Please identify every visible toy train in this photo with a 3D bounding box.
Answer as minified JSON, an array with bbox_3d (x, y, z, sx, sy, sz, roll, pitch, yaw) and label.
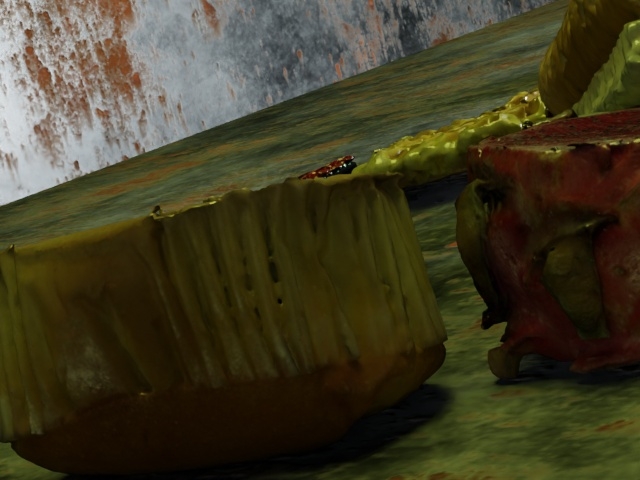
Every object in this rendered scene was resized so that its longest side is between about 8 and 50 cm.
[{"bbox_3d":[-0.005,-0.054,1.947,0.087,0.050,0.138,-16,8,26],"label":"toy train"}]

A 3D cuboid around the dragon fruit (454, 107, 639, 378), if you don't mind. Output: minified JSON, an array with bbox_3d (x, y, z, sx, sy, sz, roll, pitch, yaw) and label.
[{"bbox_3d":[0.188,0.000,1.044,0.211,0.147,0.282,-9,10,-12],"label":"dragon fruit"}]

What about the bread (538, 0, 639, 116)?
[{"bbox_3d":[0.310,-0.147,1.379,0.236,0.165,0.375,-6,-8,-3],"label":"bread"}]

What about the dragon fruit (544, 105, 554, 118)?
[{"bbox_3d":[0.291,-0.130,1.687,0.125,0.125,0.246,23,10,22],"label":"dragon fruit"}]

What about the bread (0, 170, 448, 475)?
[{"bbox_3d":[-0.067,0.056,1.078,0.288,0.156,0.204,-13,-1,27],"label":"bread"}]

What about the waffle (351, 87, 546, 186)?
[{"bbox_3d":[0.180,-0.112,1.888,0.307,0.060,0.312,-17,5,7],"label":"waffle"}]

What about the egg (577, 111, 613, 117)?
[{"bbox_3d":[0.199,-0.034,1.244,0.152,0.114,0.114,-15,7,-35],"label":"egg"}]
